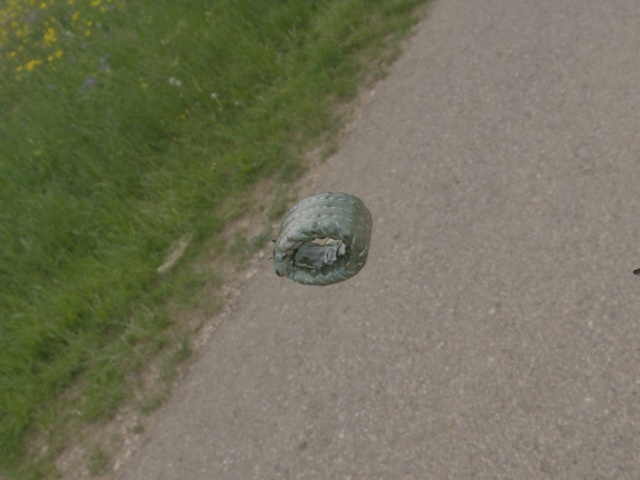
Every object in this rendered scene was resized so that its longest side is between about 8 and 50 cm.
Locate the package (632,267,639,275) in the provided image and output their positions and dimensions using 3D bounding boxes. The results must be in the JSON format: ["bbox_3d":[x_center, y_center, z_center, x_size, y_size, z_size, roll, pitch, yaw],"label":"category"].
[{"bbox_3d":[0.549,0.046,0.859,0.204,0.251,0.062,28,65,5],"label":"package"}]

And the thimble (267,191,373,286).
[{"bbox_3d":[0.000,0.000,0.700,0.110,0.084,0.062,-17,38,25],"label":"thimble"}]

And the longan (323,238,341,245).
[{"bbox_3d":[0.039,0.021,1.207,0.075,0.075,0.083,14,54,48],"label":"longan"}]
